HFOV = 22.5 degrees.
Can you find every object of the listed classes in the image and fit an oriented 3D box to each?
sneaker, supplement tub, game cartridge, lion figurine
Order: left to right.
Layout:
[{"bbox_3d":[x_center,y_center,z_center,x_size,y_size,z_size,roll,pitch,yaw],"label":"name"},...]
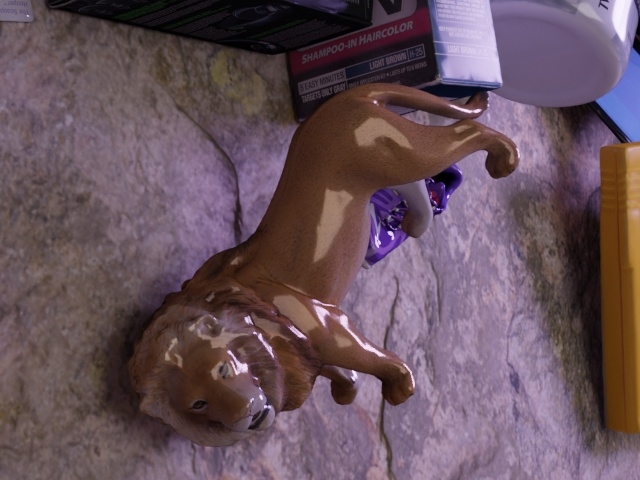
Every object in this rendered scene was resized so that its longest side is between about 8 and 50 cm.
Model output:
[{"bbox_3d":[0.000,0.000,1.331,0.240,0.142,0.392,31,73,-33],"label":"lion figurine"},{"bbox_3d":[0.080,-0.035,1.538,0.170,0.071,0.068,-46,115,-45],"label":"sneaker"},{"bbox_3d":[0.259,-0.317,1.715,0.193,0.194,0.316,39,57,-37],"label":"supplement tub"},{"bbox_3d":[0.433,0.039,1.858,0.285,0.053,0.323,-10,102,-38],"label":"game cartridge"}]

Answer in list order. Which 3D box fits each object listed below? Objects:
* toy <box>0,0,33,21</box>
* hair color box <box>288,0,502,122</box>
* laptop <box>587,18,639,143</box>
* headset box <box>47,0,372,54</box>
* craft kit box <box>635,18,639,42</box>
[{"bbox_3d":[-0.270,-0.286,1.199,0.137,0.056,0.237,-8,86,-49],"label":"toy"},{"bbox_3d":[0.047,-0.292,1.485,0.105,0.174,0.347,-1,81,-49],"label":"hair color box"},{"bbox_3d":[0.389,-0.269,1.858,0.234,0.264,0.136,47,11,-9],"label":"laptop"},{"bbox_3d":[-0.101,-0.303,1.345,0.283,0.131,0.246,4,78,-49],"label":"headset box"},{"bbox_3d":[0.498,-0.342,1.933,0.061,0.250,0.246,-80,175,-74],"label":"craft kit box"}]
